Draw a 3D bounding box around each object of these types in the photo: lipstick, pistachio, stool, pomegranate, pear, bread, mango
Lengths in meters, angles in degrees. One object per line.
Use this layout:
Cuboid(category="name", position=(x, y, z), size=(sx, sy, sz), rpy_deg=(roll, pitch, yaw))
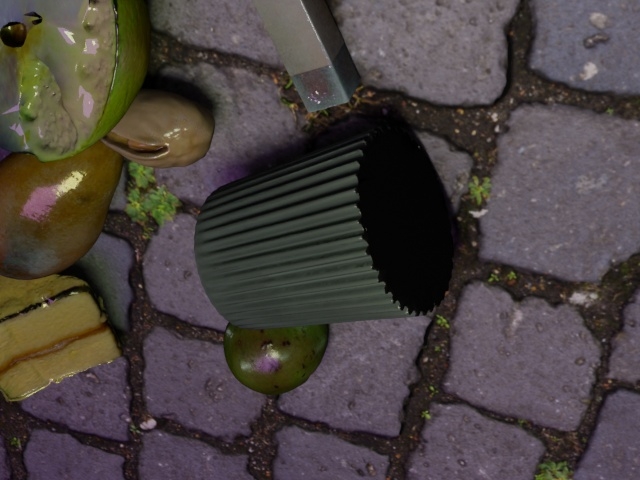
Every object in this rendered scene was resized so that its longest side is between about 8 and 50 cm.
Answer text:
Cuboid(category="lipstick", position=(-0.054, -0.368, 1.706), size=(0.079, 0.076, 0.371), rpy_deg=(-12, 121, 29))
Cuboid(category="pistachio", position=(-0.273, -0.186, 1.879), size=(0.223, 0.152, 0.126), rpy_deg=(11, 130, 21))
Cuboid(category="stool", position=(0.000, 0.000, 1.841), size=(0.330, 0.297, 0.297), rpy_deg=(-13, 121, 32))
Cuboid(category="pomegranate", position=(-0.088, 0.174, 2.090), size=(0.189, 0.159, 0.241), rpy_deg=(11, 124, 11))
Cuboid(category="pear", position=(-0.391, -0.326, 1.763), size=(0.398, 0.165, 0.399), rpy_deg=(10, 108, 32))
Cuboid(category="bread", position=(-0.519, 0.186, 2.203), size=(0.236, 0.198, 0.263), rpy_deg=(1, 146, 11))
Cuboid(category="mango", position=(-0.480, -0.060, 2.024), size=(0.221, 0.199, 0.384), rpy_deg=(39, 126, -23))
